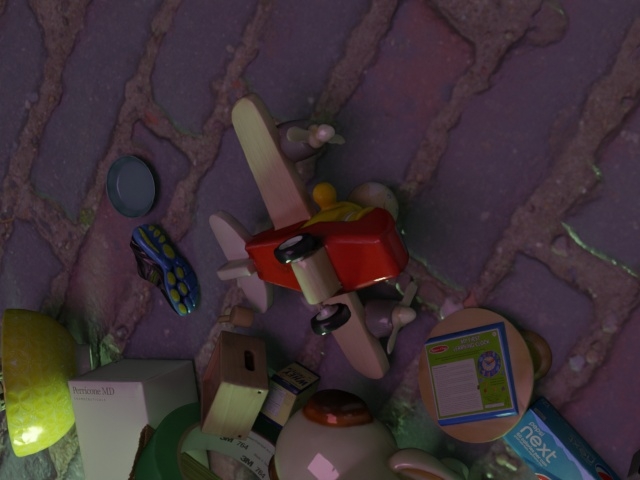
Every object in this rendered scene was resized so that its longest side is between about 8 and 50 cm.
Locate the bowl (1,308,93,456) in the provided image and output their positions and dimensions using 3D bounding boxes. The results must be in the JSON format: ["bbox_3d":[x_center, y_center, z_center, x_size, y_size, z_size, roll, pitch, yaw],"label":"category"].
[{"bbox_3d":[-0.527,0.269,1.825,0.156,0.289,0.290,-6,99,-13],"label":"bowl"}]

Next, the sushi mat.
[{"bbox_3d":[-0.198,0.458,1.616,0.316,0.151,0.019,41,110,-17],"label":"sushi mat"}]

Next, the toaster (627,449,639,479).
[{"bbox_3d":[0.539,0.341,1.272,0.168,0.110,0.186,-42,78,30],"label":"toaster"}]

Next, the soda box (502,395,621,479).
[{"bbox_3d":[0.374,0.341,1.391,0.210,0.067,0.071,48,118,14],"label":"soda box"}]

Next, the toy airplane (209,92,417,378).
[{"bbox_3d":[0.000,0.000,1.459,0.384,0.272,0.386,45,155,27],"label":"toy airplane"}]

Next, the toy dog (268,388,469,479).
[{"bbox_3d":[0.060,0.435,1.430,0.408,0.395,0.285,-117,37,-44],"label":"toy dog"}]

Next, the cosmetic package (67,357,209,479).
[{"bbox_3d":[-0.331,0.418,1.761,0.196,0.155,0.366,-6,98,32],"label":"cosmetic package"}]

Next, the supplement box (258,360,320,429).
[{"bbox_3d":[-0.054,0.269,1.612,0.056,0.083,0.083,29,113,21],"label":"supplement box"}]

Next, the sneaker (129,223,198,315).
[{"bbox_3d":[-0.293,0.058,1.730,0.188,0.067,0.078,55,141,8],"label":"sneaker"}]

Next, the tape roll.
[{"bbox_3d":[-0.149,0.415,1.556,0.321,0.321,0.077,43,116,16],"label":"tape roll"}]

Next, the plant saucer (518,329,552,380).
[{"bbox_3d":[0.313,0.179,1.425,0.083,0.015,0.084,6,103,29],"label":"plant saucer"}]

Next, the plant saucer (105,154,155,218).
[{"bbox_3d":[-0.353,-0.102,1.749,0.119,0.021,0.119,6,102,29],"label":"plant saucer"}]

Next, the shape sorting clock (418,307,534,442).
[{"bbox_3d":[0.238,0.207,1.434,0.206,0.040,0.206,-3,85,41],"label":"shape sorting clock"}]

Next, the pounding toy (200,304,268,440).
[{"bbox_3d":[-0.133,0.203,1.592,0.094,0.181,0.206,14,123,-16],"label":"pounding toy"}]

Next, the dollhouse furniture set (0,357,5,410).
[{"bbox_3d":[-0.721,0.316,1.947,0.160,0.182,0.101,-6,96,30],"label":"dollhouse furniture set"}]
